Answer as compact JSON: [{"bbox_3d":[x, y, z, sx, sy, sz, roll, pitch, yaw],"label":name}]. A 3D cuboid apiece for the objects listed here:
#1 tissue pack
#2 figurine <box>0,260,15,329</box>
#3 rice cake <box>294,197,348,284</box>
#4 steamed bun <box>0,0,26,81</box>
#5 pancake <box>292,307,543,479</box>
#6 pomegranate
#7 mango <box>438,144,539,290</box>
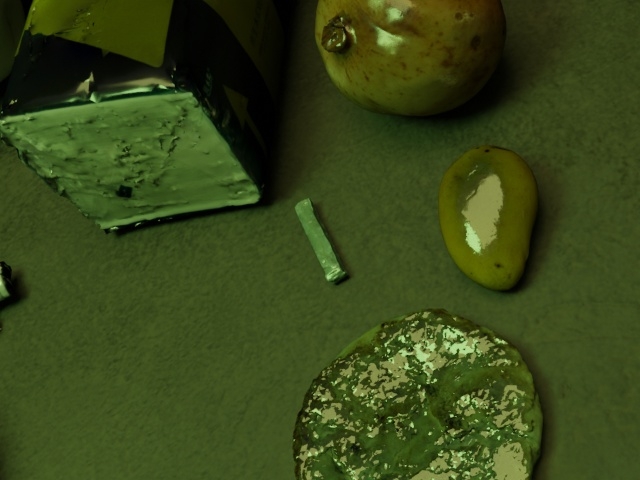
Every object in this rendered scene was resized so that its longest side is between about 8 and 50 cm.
[{"bbox_3d":[-0.193,-0.246,1.242,0.264,0.253,0.416,-7,57,21],"label":"tissue pack"},{"bbox_3d":[-0.490,0.088,1.247,0.229,0.112,0.137,-23,45,-4],"label":"figurine"},{"bbox_3d":[0.000,0.000,1.128,0.022,0.021,0.121,-35,50,12],"label":"rice cake"},{"bbox_3d":[-0.580,-0.292,1.431,0.324,0.324,0.206,-6,99,21],"label":"steamed bun"},{"bbox_3d":[0.089,0.176,0.956,0.254,0.037,0.253,-12,53,16],"label":"pancake"},{"bbox_3d":[0.092,-0.243,1.127,0.215,0.215,0.215,-12,53,17],"label":"pomegranate"},{"bbox_3d":[0.173,-0.025,1.033,0.103,0.076,0.161,-7,63,13],"label":"mango"}]
